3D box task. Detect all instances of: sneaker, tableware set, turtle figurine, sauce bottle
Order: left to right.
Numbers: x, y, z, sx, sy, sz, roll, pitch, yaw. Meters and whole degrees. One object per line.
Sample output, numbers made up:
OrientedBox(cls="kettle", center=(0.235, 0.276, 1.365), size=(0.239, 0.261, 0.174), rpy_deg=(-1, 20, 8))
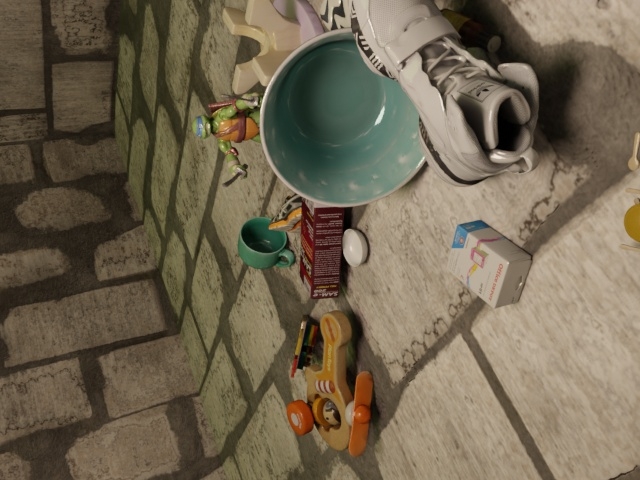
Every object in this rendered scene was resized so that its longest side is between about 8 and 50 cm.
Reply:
OrientedBox(cls="turtle figurine", center=(-0.143, -0.238, 1.429), size=(0.274, 0.266, 0.198), rpy_deg=(15, 113, 61))
OrientedBox(cls="sneaker", center=(-0.069, -0.071, 1.566), size=(0.215, 0.084, 0.083), rpy_deg=(-24, 65, 59))
OrientedBox(cls="sneaker", center=(0.091, -0.440, 1.109), size=(0.153, 0.094, 0.235), rpy_deg=(58, 139, 20))
OrientedBox(cls="sneaker", center=(0.174, -0.237, 0.843), size=(0.366, 0.137, 0.210), rpy_deg=(59, 172, -12))
OrientedBox(cls="sauce bottle", center=(0.222, -0.318, 0.945), size=(0.128, 0.042, 0.042), rpy_deg=(51, 141, 46))
OrientedBox(cls="tableware set", center=(0.406, -0.050, 0.716), size=(0.104, 0.024, 0.154), rpy_deg=(23, 119, 55))

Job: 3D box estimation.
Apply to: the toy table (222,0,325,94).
OrientedBox(cls="toy table", center=(-0.107, -0.447, 1.405), size=(0.274, 0.160, 0.252), rpy_deg=(53, 143, 39))

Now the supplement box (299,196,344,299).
OrientedBox(cls="supplement box", center=(0.000, 0.000, 1.424), size=(0.130, 0.073, 0.240), rpy_deg=(-121, 30, -63))

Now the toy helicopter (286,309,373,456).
OrientedBox(cls="toy helicopter", center=(0.039, 0.332, 1.431), size=(0.235, 0.140, 0.355), rpy_deg=(29, 125, 50))

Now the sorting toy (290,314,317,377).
OrientedBox(cls="sorting toy", center=(-0.038, 0.267, 1.591), size=(0.274, 0.046, 0.133), rpy_deg=(-133, 55, -90))

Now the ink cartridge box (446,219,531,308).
OrientedBox(cls="ink cartridge box", center=(0.264, 0.036, 0.982), size=(0.122, 0.052, 0.089), rpy_deg=(44, 136, 46))

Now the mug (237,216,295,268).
OrientedBox(cls="mug", center=(-0.158, 0.025, 1.703), size=(0.158, 0.129, 0.097), rpy_deg=(62, 151, 30))

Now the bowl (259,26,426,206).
OrientedBox(cls="bowl", center=(0.041, -0.234, 1.099), size=(0.163, 0.311, 0.312), rpy_deg=(-106, 20, -58))

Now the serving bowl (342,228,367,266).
OrientedBox(cls="serving bowl", center=(0.079, 0.014, 1.354), size=(0.083, 0.027, 0.084), rpy_deg=(33, 129, 55))
